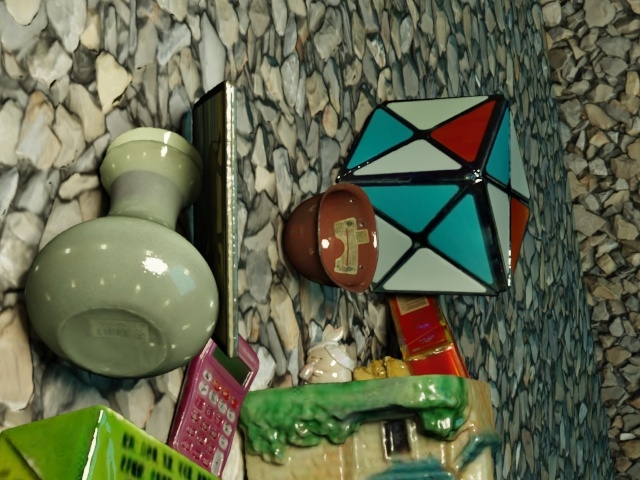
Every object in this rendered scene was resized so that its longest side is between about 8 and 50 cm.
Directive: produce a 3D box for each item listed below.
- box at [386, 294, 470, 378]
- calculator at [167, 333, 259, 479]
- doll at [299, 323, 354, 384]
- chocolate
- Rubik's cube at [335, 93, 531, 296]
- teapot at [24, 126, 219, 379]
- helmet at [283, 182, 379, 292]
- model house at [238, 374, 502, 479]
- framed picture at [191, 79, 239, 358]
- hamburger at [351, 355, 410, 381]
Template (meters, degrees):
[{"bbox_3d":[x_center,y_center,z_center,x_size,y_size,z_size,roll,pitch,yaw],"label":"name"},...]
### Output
[{"bbox_3d":[0.191,0.208,1.925,0.313,0.089,0.197,-94,164,-73],"label":"box"},{"bbox_3d":[-0.131,0.191,1.425,0.126,0.034,0.190,58,42,-51],"label":"calculator"},{"bbox_3d":[0.004,0.184,1.703,0.084,0.073,0.127,4,86,-35],"label":"doll"},{"bbox_3d":[-0.205,0.336,1.105,0.301,0.137,0.289,50,43,-53],"label":"chocolate"},{"bbox_3d":[0.193,-0.072,1.942,0.250,0.248,0.246,-64,143,-46],"label":"Rubik's cube"},{"bbox_3d":[-0.184,0.005,1.167,0.251,0.183,0.183,-87,159,-45],"label":"teapot"},{"bbox_3d":[0.000,0.000,1.657,0.175,0.106,0.155,2,83,-63],"label":"helmet"},{"bbox_3d":[0.073,0.326,1.521,0.245,0.312,0.280,27,58,-67],"label":"model house"},{"bbox_3d":[-0.115,-0.026,1.255,0.347,0.016,0.265,-162,-109,-79],"label":"framed picture"},{"bbox_3d":[0.097,0.283,1.756,0.214,0.108,0.214,169,-90,-73],"label":"hamburger"}]
